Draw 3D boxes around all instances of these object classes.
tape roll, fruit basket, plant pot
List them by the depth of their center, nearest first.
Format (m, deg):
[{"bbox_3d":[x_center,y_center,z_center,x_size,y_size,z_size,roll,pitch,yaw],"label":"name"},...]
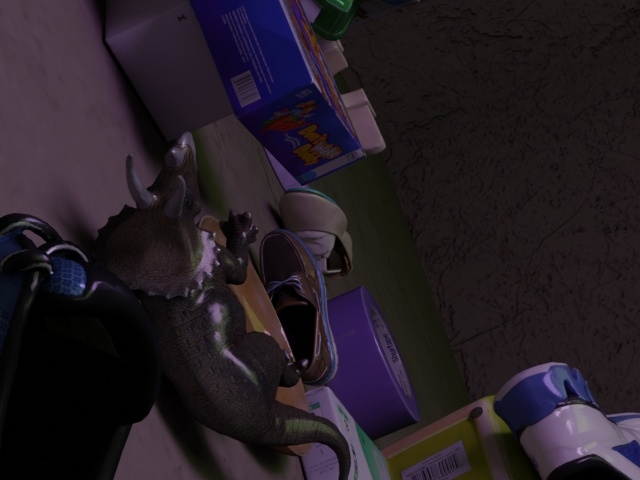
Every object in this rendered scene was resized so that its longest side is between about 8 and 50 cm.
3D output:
[{"bbox_3d":[-0.070,0.091,1.153,0.236,0.032,0.236,-24,90,-81],"label":"plant pot"},{"bbox_3d":[0.183,0.329,1.483,0.207,0.228,0.227,53,14,-31],"label":"plant pot"},{"bbox_3d":[0.055,0.158,1.614,0.189,0.080,0.189,-23,90,-83],"label":"tape roll"},{"bbox_3d":[-0.058,-0.369,1.696,0.327,0.165,0.353,28,-7,-14],"label":"fruit basket"}]

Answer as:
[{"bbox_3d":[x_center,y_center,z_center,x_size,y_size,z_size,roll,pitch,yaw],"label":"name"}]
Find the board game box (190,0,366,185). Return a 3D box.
[{"bbox_3d":[-0.074,-0.250,1.261,0.233,0.078,0.347,44,23,-72],"label":"board game box"}]

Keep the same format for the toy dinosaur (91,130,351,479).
[{"bbox_3d":[-0.081,0.074,0.941,0.160,0.121,0.313,-50,121,-68],"label":"toy dinosaur"}]

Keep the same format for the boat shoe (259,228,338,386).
[{"bbox_3d":[-0.027,0.067,1.381,0.066,0.066,0.183,39,28,-70],"label":"boat shoe"}]

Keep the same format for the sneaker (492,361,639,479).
[{"bbox_3d":[0.318,0.274,1.404,0.315,0.127,0.182,31,31,-42],"label":"sneaker"}]

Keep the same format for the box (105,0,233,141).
[{"bbox_3d":[-0.147,-0.205,1.272,0.170,0.091,0.130,-102,167,-56],"label":"box"}]

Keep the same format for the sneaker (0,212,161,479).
[{"bbox_3d":[-0.132,0.034,0.483,0.130,0.147,0.330,54,14,-58],"label":"sneaker"}]

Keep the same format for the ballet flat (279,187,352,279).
[{"bbox_3d":[0.000,0.000,1.739,0.248,0.086,0.086,48,20,-69],"label":"ballet flat"}]

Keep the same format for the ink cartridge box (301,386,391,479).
[{"bbox_3d":[0.042,0.283,1.275,0.181,0.056,0.224,57,11,-50],"label":"ink cartridge box"}]

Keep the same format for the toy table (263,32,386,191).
[{"bbox_3d":[-0.016,-0.209,1.915,0.252,0.161,0.274,34,32,-76],"label":"toy table"}]
